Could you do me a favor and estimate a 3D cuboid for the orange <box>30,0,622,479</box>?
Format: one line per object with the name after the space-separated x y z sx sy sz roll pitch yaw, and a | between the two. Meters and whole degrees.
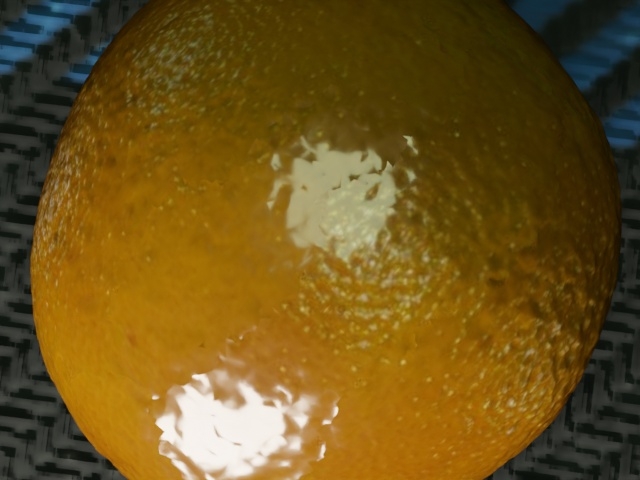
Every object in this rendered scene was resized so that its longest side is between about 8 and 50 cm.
0.000 0.000 0.521 0.206 0.206 0.206 0 87 1 | orange
